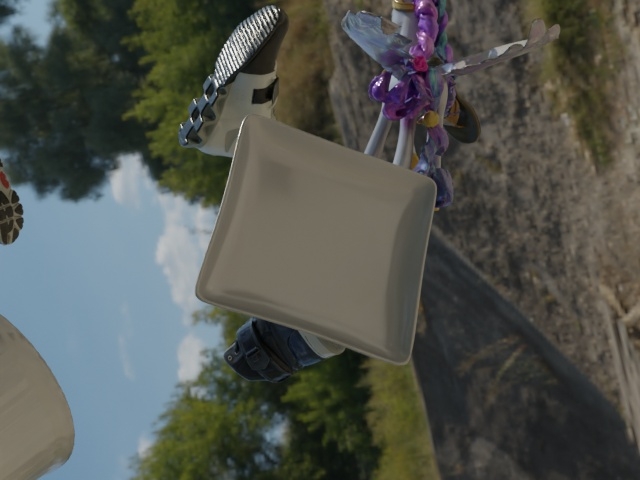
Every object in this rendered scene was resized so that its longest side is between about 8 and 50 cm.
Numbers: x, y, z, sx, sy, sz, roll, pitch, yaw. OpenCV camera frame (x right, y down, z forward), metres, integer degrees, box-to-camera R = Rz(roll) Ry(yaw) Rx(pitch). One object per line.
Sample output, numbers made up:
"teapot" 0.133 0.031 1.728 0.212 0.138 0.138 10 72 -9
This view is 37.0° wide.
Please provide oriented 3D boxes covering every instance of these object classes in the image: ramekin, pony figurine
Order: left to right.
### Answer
"ramekin" -0.448 0.208 1.158 0.135 0.277 0.277 -42 -55 -45
"pony figurine" 0.145 -0.227 1.421 0.351 0.302 0.364 -144 61 -73

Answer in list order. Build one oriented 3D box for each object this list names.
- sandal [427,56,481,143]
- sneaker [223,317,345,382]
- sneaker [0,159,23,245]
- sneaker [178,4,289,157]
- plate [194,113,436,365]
"sandal" 0.285 -0.307 2.150 0.060 0.090 0.219 -52 -58 -44
"sneaker" -0.086 0.086 1.296 0.086 0.163 0.226 -23 -97 -56
"sneaker" -0.535 -0.072 1.542 0.068 0.071 0.170 -31 -76 -66
"sneaker" -0.130 -0.295 1.822 0.146 0.330 0.122 19 -145 -30
"plate" 0.000 0.000 1.210 0.045 0.277 0.278 128 158 -59
